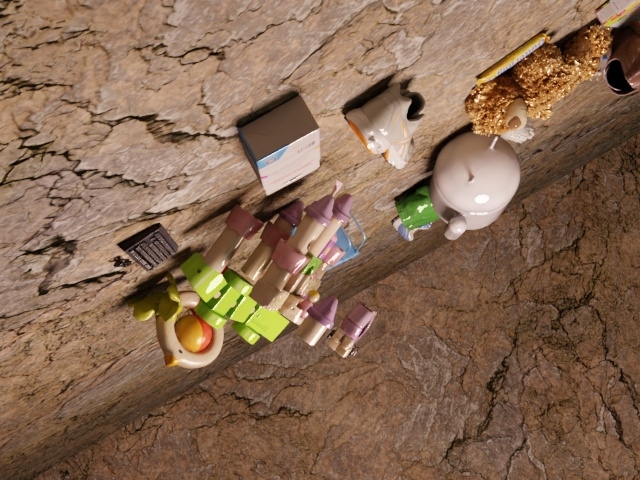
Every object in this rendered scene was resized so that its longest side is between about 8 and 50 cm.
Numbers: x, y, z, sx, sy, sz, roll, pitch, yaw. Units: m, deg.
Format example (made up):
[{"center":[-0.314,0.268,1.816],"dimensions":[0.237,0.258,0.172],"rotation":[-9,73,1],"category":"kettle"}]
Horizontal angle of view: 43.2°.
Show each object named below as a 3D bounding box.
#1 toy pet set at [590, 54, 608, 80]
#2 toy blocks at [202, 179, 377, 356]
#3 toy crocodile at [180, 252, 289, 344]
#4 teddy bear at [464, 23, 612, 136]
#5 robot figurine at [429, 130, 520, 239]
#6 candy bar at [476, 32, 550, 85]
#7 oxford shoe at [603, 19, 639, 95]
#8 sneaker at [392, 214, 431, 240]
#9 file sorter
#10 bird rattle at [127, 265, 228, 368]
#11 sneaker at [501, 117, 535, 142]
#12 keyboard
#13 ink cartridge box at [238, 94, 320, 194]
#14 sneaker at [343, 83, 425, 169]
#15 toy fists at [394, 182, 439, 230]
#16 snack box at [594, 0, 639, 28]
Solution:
[{"center":[0.655,-0.422,1.918],"dimensions":[0.114,0.065,0.122],"rotation":[3,-179,26],"category":"toy pet set"},{"center":[-0.002,0.026,1.535],"dimensions":[0.260,0.309,0.288],"rotation":[-54,166,2],"category":"toy blocks"},{"center":[-0.171,0.127,1.675],"dimensions":[0.115,0.105,0.340],"rotation":[-51,145,1],"category":"toy crocodile"},{"center":[0.464,-0.321,1.669],"dimensions":[0.338,0.113,0.245],"rotation":[-25,166,-28],"category":"teddy bear"},{"center":[0.371,-0.145,1.966],"dimensions":[0.353,0.199,0.300],"rotation":[73,35,-78],"category":"robot figurine"},{"center":[0.365,-0.345,1.540],"dimensions":[0.161,0.018,0.040],"rotation":[-33,169,18],"category":"candy bar"},{"center":[0.641,-0.380,1.698],"dimensions":[0.132,0.130,0.364],"rotation":[-37,-175,12],"category":"oxford shoe"},{"center":[0.319,-0.080,2.444],"dimensions":[0.211,0.081,0.080],"rotation":[-38,165,27],"category":"sneaker"},{"center":[0.000,0.000,1.871],"dimensions":[0.170,0.118,0.104],"rotation":[-26,164,-22],"category":"file sorter"},{"center":[-0.276,0.166,1.705],"dimensions":[0.143,0.207,0.253],"rotation":[-16,169,31],"category":"bird rattle"},{"center":[0.504,-0.281,2.085],"dimensions":[0.152,0.061,0.053],"rotation":[-20,167,-38],"category":"sneaker"},{"center":[-0.306,0.023,1.408],"dimensions":[0.108,0.023,0.180],"rotation":[-29,168,-6],"category":"keyboard"},{"center":[-0.058,-0.139,1.226],"dimensions":[0.104,0.062,0.181],"rotation":[-29,169,-6],"category":"ink cartridge box"},{"center":[0.140,-0.200,1.403],"dimensions":[0.121,0.099,0.262],"rotation":[-38,169,14],"category":"sneaker"},{"center":[0.291,-0.099,2.261],"dimensions":[0.142,0.096,0.279],"rotation":[-22,172,8],"category":"toy fists"},{"center":[0.611,-0.465,1.595],"dimensions":[0.100,0.037,0.141],"rotation":[-36,169,35],"category":"snack box"}]
